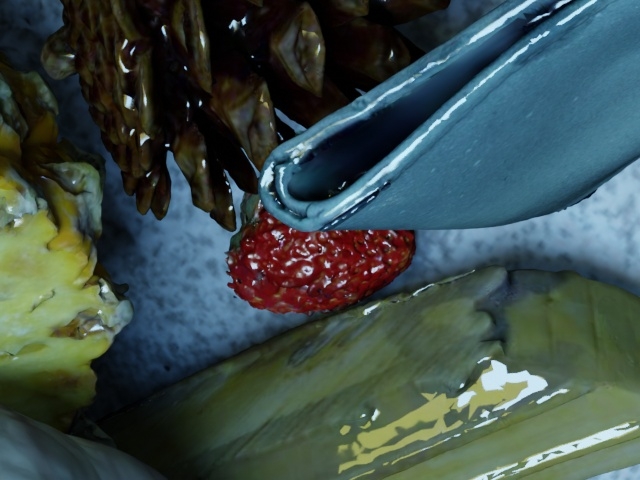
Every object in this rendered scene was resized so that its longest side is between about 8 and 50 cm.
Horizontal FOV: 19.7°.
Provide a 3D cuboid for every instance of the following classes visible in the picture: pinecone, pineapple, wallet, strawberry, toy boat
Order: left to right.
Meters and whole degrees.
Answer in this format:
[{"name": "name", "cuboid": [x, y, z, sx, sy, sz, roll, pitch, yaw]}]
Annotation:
[{"name": "pineapple", "cuboid": [-0.200, -0.019, 0.948, 0.209, 0.286, 0.344, 21, 131, -34]}, {"name": "pinecone", "cuboid": [-0.035, -0.109, 0.853, 0.207, 0.208, 0.208, 5, 109, 14]}, {"name": "toy boat", "cuboid": [-0.005, 0.140, 0.950, 0.445, 0.136, 0.162, -25, 126, 22]}, {"name": "strawberry", "cuboid": [0.000, 0.000, 0.936, 0.096, 0.083, 0.083, -1, 108, 8]}, {"name": "wallet", "cuboid": [0.138, -0.082, 0.780, 0.290, 0.251, 0.054, -31, 78, 23]}]

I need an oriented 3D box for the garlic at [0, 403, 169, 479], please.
[{"name": "garlic", "cuboid": [-0.179, 0.211, 0.806, 0.259, 0.317, 0.318, 30, 120, 47]}]
